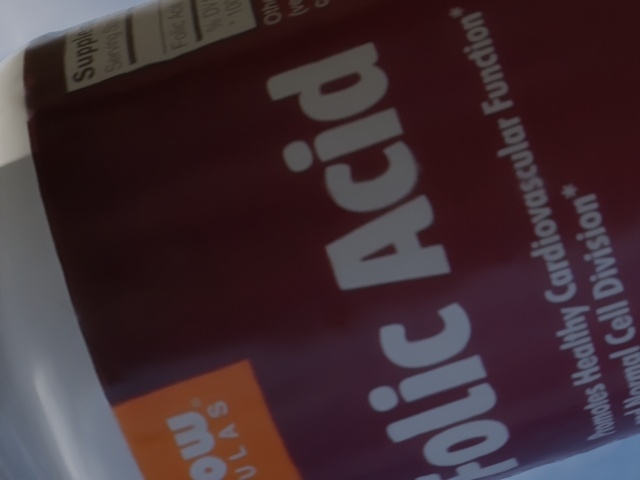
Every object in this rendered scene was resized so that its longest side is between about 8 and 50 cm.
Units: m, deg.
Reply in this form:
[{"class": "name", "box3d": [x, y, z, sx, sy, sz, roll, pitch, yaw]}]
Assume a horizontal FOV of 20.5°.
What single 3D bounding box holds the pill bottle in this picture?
[{"class": "pill bottle", "box3d": [0.000, 0.000, 0.695, 0.392, 0.224, 0.224, -19, -150, 4]}]
